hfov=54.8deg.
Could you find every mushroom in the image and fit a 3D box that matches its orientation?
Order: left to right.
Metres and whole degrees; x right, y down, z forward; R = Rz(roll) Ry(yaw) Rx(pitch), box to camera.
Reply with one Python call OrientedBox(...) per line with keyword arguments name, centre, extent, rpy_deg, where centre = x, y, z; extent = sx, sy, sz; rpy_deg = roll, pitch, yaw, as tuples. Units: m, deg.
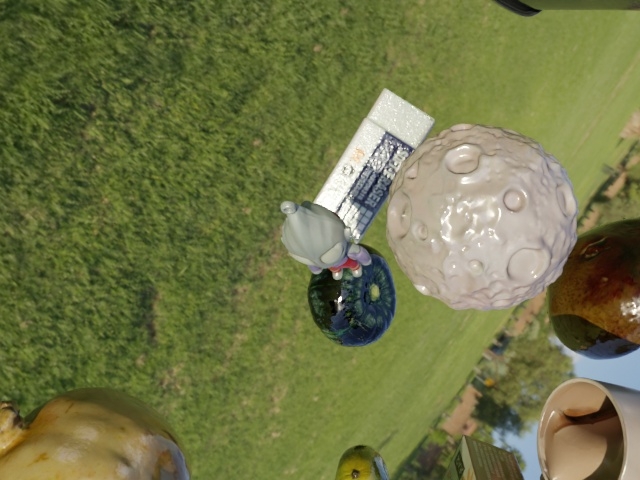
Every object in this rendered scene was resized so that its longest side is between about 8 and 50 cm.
OrientedBox(name="mushroom", centre=(0.672, 0.106, 1.291), extent=(0.334, 0.357, 0.330), rpy_deg=(122, -17, -57))

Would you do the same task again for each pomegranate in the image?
OrientedBox(name="pomegranate", centre=(-0.440, 0.442, 1.083), extent=(0.411, 0.411, 0.411), rpy_deg=(-46, 161, -20))

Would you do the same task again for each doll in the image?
OrientedBox(name="doll", centre=(0.000, 0.000, 0.850), extent=(0.227, 0.102, 0.075), rpy_deg=(49, 35, -59))

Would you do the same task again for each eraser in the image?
OrientedBox(name="eraser", centre=(0.099, -0.144, 1.226), extent=(0.287, 0.130, 0.086), rpy_deg=(-57, 176, 9))

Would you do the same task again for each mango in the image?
OrientedBox(name="mango", centre=(0.066, 0.380, 0.955), extent=(0.086, 0.122, 0.191), rpy_deg=(-18, 164, 0))

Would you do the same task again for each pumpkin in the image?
OrientedBox(name="pumpkin", centre=(0.087, 0.169, 1.878), extent=(0.239, 0.315, 0.315), rpy_deg=(-11, -168, 38))

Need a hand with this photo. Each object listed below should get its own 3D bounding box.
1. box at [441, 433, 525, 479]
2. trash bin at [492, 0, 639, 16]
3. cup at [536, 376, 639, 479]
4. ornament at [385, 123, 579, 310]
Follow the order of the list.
OrientedBox(name="box", centre=(0.277, 0.613, 1.134), extent=(0.385, 0.122, 0.344), rpy_deg=(-62, 172, -78))
OrientedBox(name="trash bin", centre=(0.294, -0.373, 0.710), extent=(0.182, 0.290, 0.209), rpy_deg=(17, 102, -35))
OrientedBox(name="cup", centre=(0.467, 0.346, 0.973), extent=(0.191, 0.201, 0.252), rpy_deg=(-97, -154, -49))
OrientedBox(name="ornament", centre=(0.206, -0.030, 0.838), extent=(0.225, 0.259, 0.259), rpy_deg=(2, 136, -20))
